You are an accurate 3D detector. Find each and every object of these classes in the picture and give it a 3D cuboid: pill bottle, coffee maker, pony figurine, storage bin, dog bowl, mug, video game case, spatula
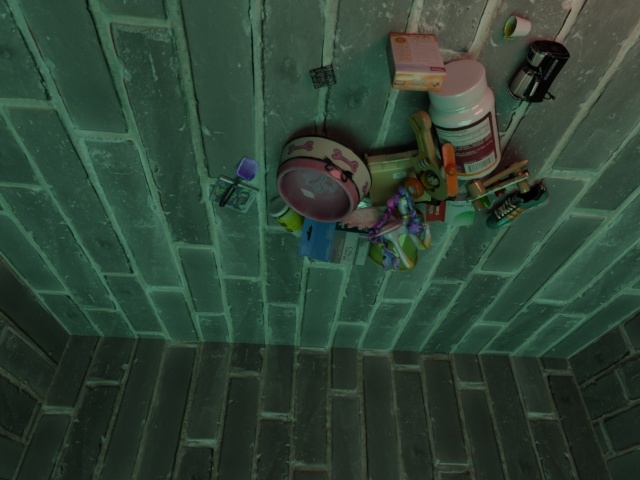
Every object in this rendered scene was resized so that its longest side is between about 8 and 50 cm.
[{"bbox_3d":[0.519,-0.426,1.525,0.223,0.224,0.392,-14,140,19],"label":"pill bottle"},{"bbox_3d":[0.756,-0.576,1.435,0.171,0.120,0.178,-14,148,-20],"label":"coffee maker"},{"bbox_3d":[0.300,-0.049,1.778,0.350,0.303,0.364,-26,118,-8],"label":"pony figurine"},{"bbox_3d":[0.332,-0.278,1.802,0.261,0.123,0.261,-6,141,10],"label":"storage bin"},{"bbox_3d":[-0.002,-0.233,1.746,0.407,0.151,0.408,16,149,10],"label":"dog bowl"},{"bbox_3d":[0.629,-0.679,1.345,0.064,0.078,0.062,0,110,-13],"label":"mug"},{"bbox_3d":[-0.144,-0.112,2.026,0.119,0.119,0.208,-20,137,25],"label":"pill bottle"},{"bbox_3d":[-0.408,-0.213,1.979,0.190,0.022,0.173,19,138,-22],"label":"video game case"},{"bbox_3d":[-0.378,-0.250,1.891,0.084,0.030,0.296,24,128,-29],"label":"spatula"}]

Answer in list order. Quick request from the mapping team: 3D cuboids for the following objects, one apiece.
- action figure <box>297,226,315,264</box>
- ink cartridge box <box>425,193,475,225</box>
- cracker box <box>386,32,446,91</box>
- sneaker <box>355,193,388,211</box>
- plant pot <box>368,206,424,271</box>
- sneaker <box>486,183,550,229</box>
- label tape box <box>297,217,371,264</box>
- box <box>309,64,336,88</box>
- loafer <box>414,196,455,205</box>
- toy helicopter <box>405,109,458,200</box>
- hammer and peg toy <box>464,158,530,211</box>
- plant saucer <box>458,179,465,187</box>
[{"bbox_3d":[0.000,0.000,2.068,0.284,0.099,0.186,-33,134,-23],"label":"action figure"},{"bbox_3d":[0.627,-0.140,2.032,0.224,0.056,0.181,-7,141,7],"label":"ink cartridge box"},{"bbox_3d":[0.297,-0.568,1.337,0.155,0.233,0.067,3,142,-2],"label":"cracker box"},{"bbox_3d":[0.207,-0.183,1.962,0.234,0.090,0.095,-2,133,1],"label":"sneaker"},{"bbox_3d":[0.376,-0.034,2.034,0.275,0.276,0.254,7,130,-8],"label":"plant pot"},{"bbox_3d":[0.899,-0.163,1.960,0.302,0.108,0.121,-34,130,26],"label":"sneaker"},{"bbox_3d":[0.081,-0.015,1.990,0.333,0.105,0.241,6,100,-31],"label":"label tape box"},{"bbox_3d":[0.010,-0.581,1.500,0.083,0.018,0.067,-10,141,14],"label":"box"},{"bbox_3d":[0.511,-0.194,1.910,0.219,0.079,0.080,-12,160,33],"label":"loafer"},{"bbox_3d":[0.400,-0.297,1.522,0.140,0.235,0.355,-32,122,-13],"label":"toy helicopter"},{"bbox_3d":[0.725,-0.220,1.711,0.265,0.128,0.361,-24,180,27],"label":"hammer and peg toy"},{"bbox_3d":[0.596,-0.265,1.894,0.119,0.021,0.119,1,142,1],"label":"plant saucer"}]
